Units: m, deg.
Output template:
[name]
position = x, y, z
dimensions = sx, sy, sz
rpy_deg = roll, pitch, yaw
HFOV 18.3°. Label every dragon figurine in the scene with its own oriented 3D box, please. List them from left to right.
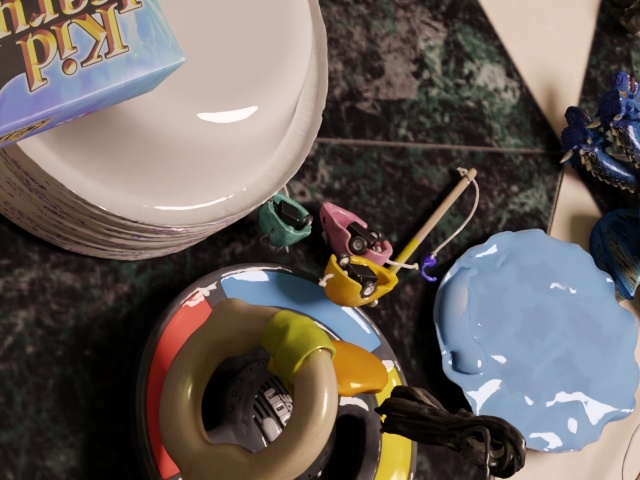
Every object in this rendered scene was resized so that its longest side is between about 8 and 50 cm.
[dragon figurine]
position = 0.273, 0.010, 1.596
dimensions = 0.144, 0.085, 0.289
rpy_deg = 4, 71, -33

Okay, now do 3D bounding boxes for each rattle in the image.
[rattle]
position = -0.047, 0.147, 1.314
dimensions = 0.130, 0.143, 0.199
rpy_deg = 15, 82, 14

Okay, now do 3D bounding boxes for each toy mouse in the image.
[toy mouse]
position = 0.000, 0.000, 1.432
dimensions = 0.161, 0.031, 0.143
rpy_deg = 4, 35, -52

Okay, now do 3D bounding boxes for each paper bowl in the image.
[paper bowl]
position = -0.120, -0.139, 1.348
dimensions = 0.284, 0.148, 0.284
rpy_deg = 12, 68, -32

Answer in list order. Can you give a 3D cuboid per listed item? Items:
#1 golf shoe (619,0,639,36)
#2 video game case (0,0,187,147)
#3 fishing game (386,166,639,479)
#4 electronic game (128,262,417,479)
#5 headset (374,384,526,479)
[golf shoe]
position = 0.346, -0.193, 1.724
dimensions = 0.198, 0.077, 0.094
rpy_deg = -20, 86, -36
[video game case]
position = -0.245, -0.164, 1.157
dimensions = 0.269, 0.061, 0.244
rpy_deg = -25, 89, -32
[fishing game]
position = 0.166, 0.081, 1.529
dimensions = 0.264, 0.041, 0.189
rpy_deg = 40, 55, -6
[electronic game]
position = -0.029, 0.126, 1.375
dimensions = 0.229, 0.048, 0.229
rpy_deg = 12, 68, -31
[headset]
position = 0.001, 0.271, 1.269
dimensions = 0.394, 0.185, 0.243
rpy_deg = -53, 133, -15
